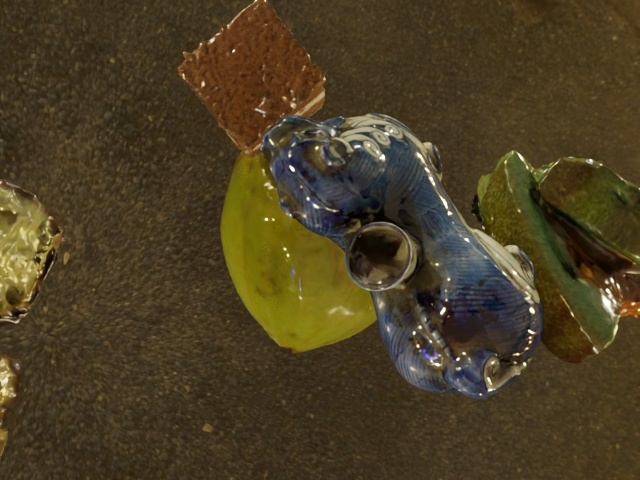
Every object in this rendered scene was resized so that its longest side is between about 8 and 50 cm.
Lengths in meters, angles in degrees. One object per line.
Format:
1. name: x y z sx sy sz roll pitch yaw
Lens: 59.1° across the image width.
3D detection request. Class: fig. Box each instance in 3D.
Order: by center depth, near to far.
1. fig: -0.002 -0.004 0.881 0.344 0.343 0.343 4 80 -25

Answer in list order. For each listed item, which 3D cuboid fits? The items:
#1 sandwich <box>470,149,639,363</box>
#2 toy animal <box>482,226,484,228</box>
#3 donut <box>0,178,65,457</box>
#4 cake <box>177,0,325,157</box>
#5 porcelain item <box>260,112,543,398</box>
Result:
1. sandwich: 0.358 0.007 0.693 0.301 0.162 0.250 1 64 -36
2. toy animal: 0.425 -0.004 1.103 0.213 0.124 0.124 11 73 17
3. donut: -0.354 0.098 0.444 0.259 0.345 0.136 -27 124 11
4. cake: -0.078 -0.189 0.691 0.135 0.147 0.134 -38 97 2
5. porcelain item: 0.073 0.004 0.491 0.288 0.138 0.186 59 25 14
